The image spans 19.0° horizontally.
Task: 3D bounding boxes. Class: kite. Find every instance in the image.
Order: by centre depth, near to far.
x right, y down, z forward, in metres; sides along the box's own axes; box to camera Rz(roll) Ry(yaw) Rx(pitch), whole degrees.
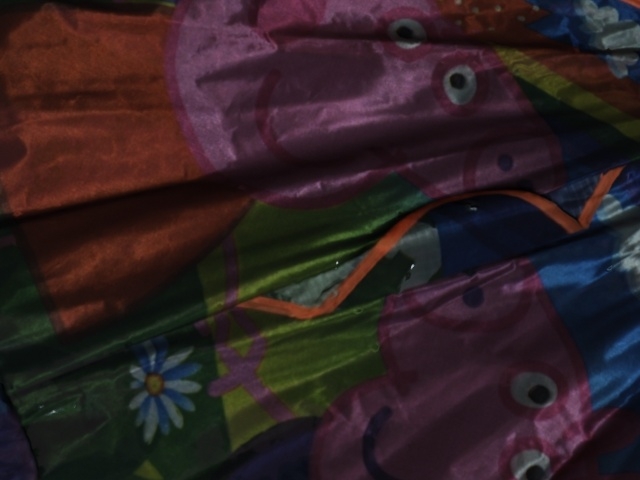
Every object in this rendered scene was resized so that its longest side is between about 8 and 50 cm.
[{"bbox_3d":[0.000,0.000,0.342,0.234,0.016,0.321,-20,75,-16],"label":"kite"}]
